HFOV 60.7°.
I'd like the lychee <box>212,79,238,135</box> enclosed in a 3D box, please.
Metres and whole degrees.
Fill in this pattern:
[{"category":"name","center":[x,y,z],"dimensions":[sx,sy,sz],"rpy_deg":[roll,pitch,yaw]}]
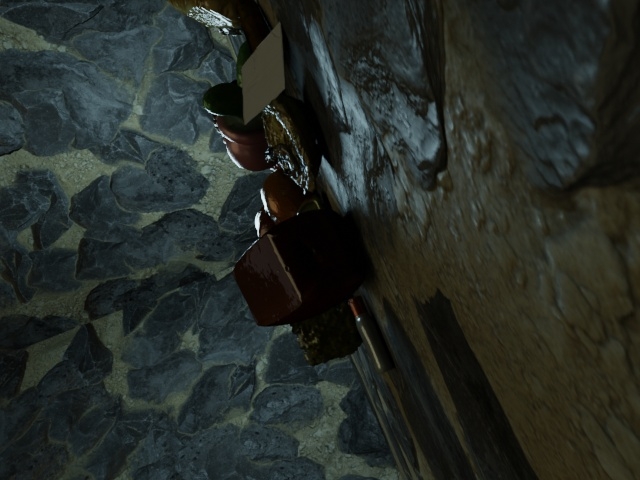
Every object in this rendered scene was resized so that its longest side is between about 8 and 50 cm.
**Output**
[{"category":"lychee","center":[-0.266,-0.453,1.973],"dimensions":[0.271,0.236,0.236],"rpy_deg":[35,-156,-49]}]

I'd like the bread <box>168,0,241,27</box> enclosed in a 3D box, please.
[{"category":"bread","center":[-0.308,-0.684,1.558],"dimensions":[0.172,0.121,0.311],"rpy_deg":[18,-173,-38]}]

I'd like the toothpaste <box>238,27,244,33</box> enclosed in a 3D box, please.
[{"category":"toothpaste","center":[-0.202,-0.599,1.555],"dimensions":[0.218,0.064,0.041],"rpy_deg":[-113,19,-68]}]

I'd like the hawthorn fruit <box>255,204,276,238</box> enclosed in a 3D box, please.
[{"category":"hawthorn fruit","center":[-0.114,-0.077,1.974],"dimensions":[0.224,0.261,0.224],"rpy_deg":[26,-158,-11]}]

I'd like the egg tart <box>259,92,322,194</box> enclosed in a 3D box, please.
[{"category":"egg tart","center":[-0.055,-0.235,1.262],"dimensions":[0.252,0.098,0.232],"rpy_deg":[66,167,-14]}]

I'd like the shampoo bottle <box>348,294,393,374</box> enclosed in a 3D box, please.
[{"category":"shampoo bottle","center":[0.137,0.261,1.519],"dimensions":[0.108,0.051,0.221],"rpy_deg":[76,171,-75]}]

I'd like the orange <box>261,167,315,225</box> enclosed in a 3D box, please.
[{"category":"orange","center":[-0.099,-0.126,1.773],"dimensions":[0.224,0.170,0.224],"rpy_deg":[160,90,-87]}]

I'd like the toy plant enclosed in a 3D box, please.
[{"category":"toy plant","center":[-0.215,-0.367,1.628],"dimensions":[0.356,0.210,0.317],"rpy_deg":[94,-162,-54]}]

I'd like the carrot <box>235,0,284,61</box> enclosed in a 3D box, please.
[{"category":"carrot","center":[-0.147,-0.495,1.320],"dimensions":[0.070,0.070,0.260],"rpy_deg":[76,173,-60]}]

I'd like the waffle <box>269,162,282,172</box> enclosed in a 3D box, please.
[{"category":"waffle","center":[-0.139,-0.266,1.967],"dimensions":[0.221,0.055,0.234],"rpy_deg":[42,168,17]}]

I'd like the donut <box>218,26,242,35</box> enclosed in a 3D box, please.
[{"category":"donut","center":[-0.326,-0.799,1.787],"dimensions":[0.269,0.103,0.270],"rpy_deg":[159,90,-84]}]

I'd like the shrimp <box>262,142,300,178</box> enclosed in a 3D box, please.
[{"category":"shrimp","center":[-0.090,-0.179,1.252],"dimensions":[0.091,0.034,0.161],"rpy_deg":[63,162,-18]}]

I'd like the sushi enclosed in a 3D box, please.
[{"category":"sushi","center":[-0.005,0.242,1.967],"dimensions":[0.351,0.240,0.397],"rpy_deg":[77,173,-68]}]

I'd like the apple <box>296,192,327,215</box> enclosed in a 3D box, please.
[{"category":"apple","center":[0.000,0.000,1.577],"dimensions":[0.193,0.120,0.265],"rpy_deg":[-17,-91,-83]}]

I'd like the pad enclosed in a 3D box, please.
[{"category":"pad","center":[-0.133,-0.366,1.226],"dimensions":[0.232,0.004,0.157],"rpy_deg":[-19,74,59]}]

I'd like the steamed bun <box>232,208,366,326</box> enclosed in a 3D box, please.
[{"category":"steamed bun","center":[-0.035,0.068,1.347],"dimensions":[0.235,0.248,0.379],"rpy_deg":[63,147,8]}]
